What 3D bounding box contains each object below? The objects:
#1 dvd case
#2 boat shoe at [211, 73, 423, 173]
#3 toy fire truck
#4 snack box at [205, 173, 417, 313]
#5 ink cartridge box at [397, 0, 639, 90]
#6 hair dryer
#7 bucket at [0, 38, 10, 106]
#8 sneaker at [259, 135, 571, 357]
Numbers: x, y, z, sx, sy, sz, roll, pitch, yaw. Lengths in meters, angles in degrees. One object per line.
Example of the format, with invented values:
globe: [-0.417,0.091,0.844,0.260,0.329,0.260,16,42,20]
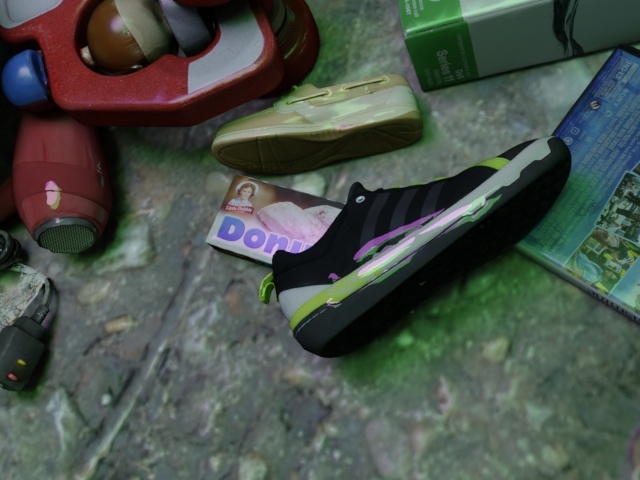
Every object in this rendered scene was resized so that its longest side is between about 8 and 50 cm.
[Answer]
dvd case: [0.269,-0.015,0.545,0.253,0.022,0.180,34,81,26]
boat shoe: [-0.005,-0.097,0.644,0.170,0.063,0.059,-8,64,4]
toy fire truck: [-0.157,-0.217,0.669,0.253,0.169,0.302,-23,67,7]
snack box: [0.000,0.000,0.622,0.178,0.022,0.064,17,77,22]
ink cartridge box: [0.164,-0.221,0.622,0.208,0.087,0.153,-10,66,14]
hair dryer: [-0.283,-0.035,0.693,0.223,0.080,0.294,19,75,25]
bucket: [-0.403,-0.163,0.658,0.281,0.183,0.281,-1,97,-8]
sneaker: [0.058,-0.016,0.550,0.234,0.084,0.097,-34,64,3]
